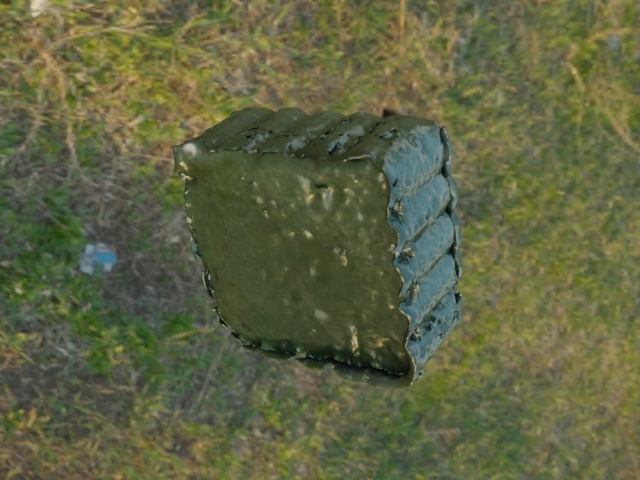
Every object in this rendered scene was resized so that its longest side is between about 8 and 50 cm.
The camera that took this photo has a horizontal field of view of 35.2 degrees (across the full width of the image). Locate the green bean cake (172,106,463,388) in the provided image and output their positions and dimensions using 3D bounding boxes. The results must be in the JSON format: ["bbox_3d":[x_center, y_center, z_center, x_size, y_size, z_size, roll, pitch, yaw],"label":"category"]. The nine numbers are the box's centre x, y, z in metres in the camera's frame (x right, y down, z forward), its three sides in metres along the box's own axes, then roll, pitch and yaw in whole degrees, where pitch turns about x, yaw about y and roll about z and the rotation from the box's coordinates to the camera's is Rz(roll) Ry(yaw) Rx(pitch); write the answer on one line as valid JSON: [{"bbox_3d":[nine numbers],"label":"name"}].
[{"bbox_3d":[0.000,0.000,0.950,0.132,0.255,0.241,-43,129,-45],"label":"green bean cake"}]
